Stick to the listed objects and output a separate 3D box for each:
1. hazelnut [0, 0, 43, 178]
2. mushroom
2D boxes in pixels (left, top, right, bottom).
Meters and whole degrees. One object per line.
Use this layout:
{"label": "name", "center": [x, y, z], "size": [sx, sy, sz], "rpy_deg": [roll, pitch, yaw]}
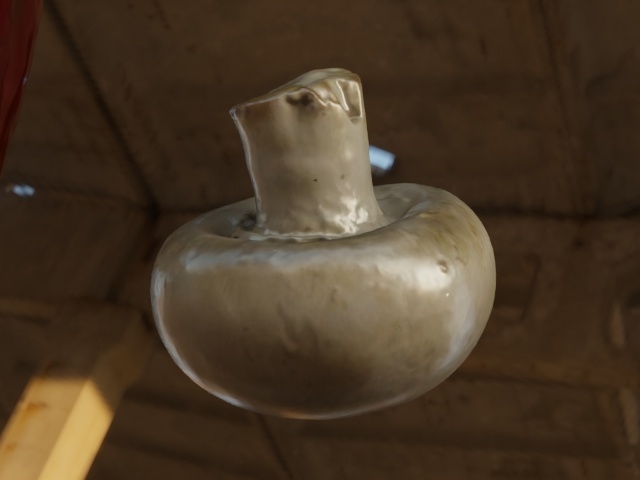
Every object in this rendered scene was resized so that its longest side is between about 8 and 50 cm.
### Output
{"label": "hazelnut", "center": [-0.143, -0.048, 0.306], "size": [0.208, 0.208, 0.208], "rpy_deg": [15, -35, 11]}
{"label": "mushroom", "center": [0.000, 0.000, 0.867], "size": [0.204, 0.204, 0.204], "rpy_deg": [15, -35, 11]}
